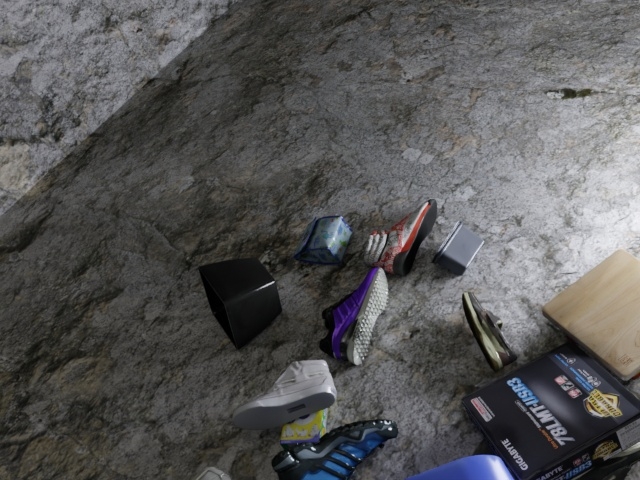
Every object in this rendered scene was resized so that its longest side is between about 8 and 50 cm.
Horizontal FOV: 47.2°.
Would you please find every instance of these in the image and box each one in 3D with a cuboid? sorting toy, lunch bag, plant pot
[{"bbox_3d":[0.698,0.181,1.686,0.257,0.089,0.255,-35,45,-10],"label":"sorting toy"},{"bbox_3d":[0.000,0.000,2.165,0.151,0.096,0.128,-5,48,39],"label":"lunch bag"},{"bbox_3d":[-0.215,0.155,2.053,0.167,0.188,0.187,-26,42,-18],"label":"plant pot"}]

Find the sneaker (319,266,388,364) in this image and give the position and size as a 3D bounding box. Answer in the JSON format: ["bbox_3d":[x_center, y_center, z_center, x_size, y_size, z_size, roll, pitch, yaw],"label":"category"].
[{"bbox_3d":[0.078,0.185,1.943,0.146,0.102,0.293,5,51,28],"label":"sneaker"}]

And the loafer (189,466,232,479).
[{"bbox_3d":[-0.317,0.660,1.660,0.112,0.112,0.319,16,56,44],"label":"loafer"}]

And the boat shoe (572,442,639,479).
[{"bbox_3d":[0.589,0.460,1.493,0.233,0.079,0.084,-24,3,-5],"label":"boat shoe"}]

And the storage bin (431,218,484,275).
[{"bbox_3d":[0.374,0.029,1.980,0.091,0.098,0.135,34,65,12],"label":"storage bin"}]

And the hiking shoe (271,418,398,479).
[{"bbox_3d":[0.044,0.502,1.677,0.304,0.113,0.132,-18,82,-10],"label":"hiking shoe"}]

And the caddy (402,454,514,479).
[{"bbox_3d":[0.263,0.569,1.405,0.342,0.241,0.179,-22,38,4],"label":"caddy"}]

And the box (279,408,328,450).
[{"bbox_3d":[-0.035,0.427,1.807,0.105,0.043,0.179,-8,45,17],"label":"box"}]

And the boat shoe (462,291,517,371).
[{"bbox_3d":[0.412,0.216,1.792,0.074,0.080,0.223,-18,49,0],"label":"boat shoe"}]

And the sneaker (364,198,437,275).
[{"bbox_3d":[0.224,-0.026,2.087,0.145,0.090,0.270,13,58,30],"label":"sneaker"}]

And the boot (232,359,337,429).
[{"bbox_3d":[-0.093,0.375,1.799,0.259,0.095,0.123,-14,38,-1],"label":"boot"}]

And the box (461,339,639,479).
[{"bbox_3d":[0.491,0.370,1.554,0.294,0.073,0.295,-26,25,-2],"label":"box"}]
